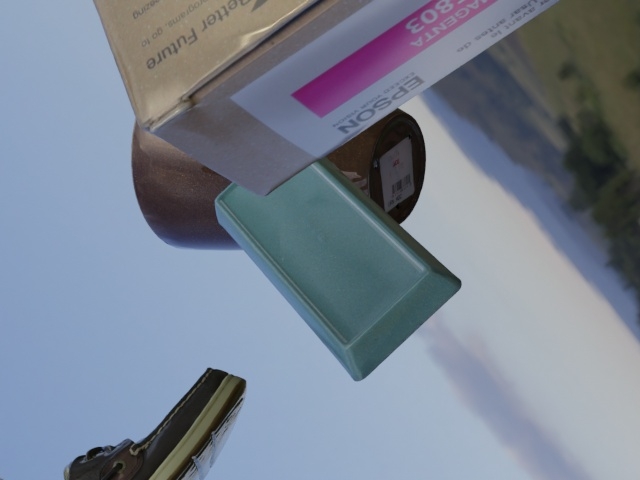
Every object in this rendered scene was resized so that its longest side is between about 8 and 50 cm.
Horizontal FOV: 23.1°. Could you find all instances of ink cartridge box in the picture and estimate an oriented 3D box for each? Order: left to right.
[{"bbox_3d":[0.017,-0.160,0.601,0.088,0.235,0.193,32,-150,-56],"label":"ink cartridge box"}]

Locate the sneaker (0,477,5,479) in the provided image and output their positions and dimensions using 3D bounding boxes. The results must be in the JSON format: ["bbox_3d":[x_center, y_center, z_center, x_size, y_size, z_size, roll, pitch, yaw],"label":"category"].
[{"bbox_3d":[-0.316,0.141,1.175,0.292,0.108,0.169,19,-127,-24],"label":"sneaker"}]

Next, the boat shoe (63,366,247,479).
[{"bbox_3d":[-0.132,0.162,0.977,0.073,0.223,0.080,32,163,12],"label":"boat shoe"}]

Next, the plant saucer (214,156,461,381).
[{"bbox_3d":[0.000,0.000,0.783,0.018,0.067,0.192,47,180,-35],"label":"plant saucer"}]

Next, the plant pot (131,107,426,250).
[{"bbox_3d":[-0.024,-0.080,1.499,0.230,0.215,0.215,10,165,31],"label":"plant pot"}]
